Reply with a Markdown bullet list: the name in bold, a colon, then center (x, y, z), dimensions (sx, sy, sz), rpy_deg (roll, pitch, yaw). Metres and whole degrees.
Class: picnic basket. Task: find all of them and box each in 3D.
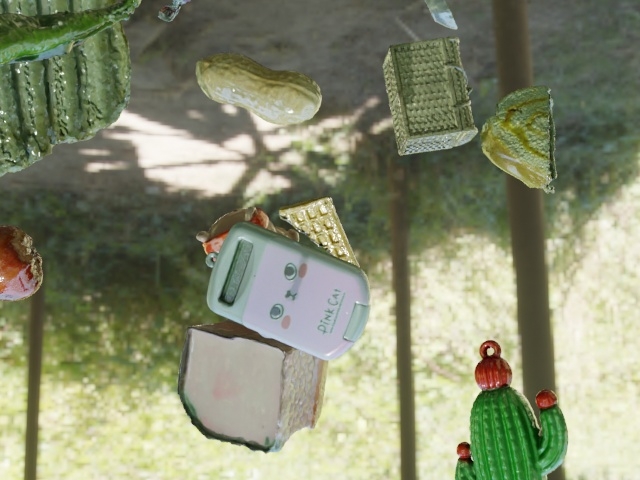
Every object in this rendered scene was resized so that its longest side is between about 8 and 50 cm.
- **picnic basket**: center (0.217, -0.283, 2.106), dimensions (0.154, 0.196, 0.134), rpy_deg (-9, 171, -4)

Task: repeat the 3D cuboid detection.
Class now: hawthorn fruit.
- **hawthorn fruit**: center (-0.514, 0.038, 1.746), dimensions (0.140, 0.125, 0.125), rpy_deg (-5, 175, -34)

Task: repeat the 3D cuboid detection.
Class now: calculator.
- **calculator**: center (-0.048, 0.068, 1.490), dimensions (0.246, 0.141, 0.045), rpy_deg (23, -169, 13)

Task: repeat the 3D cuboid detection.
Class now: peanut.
- **peanut**: center (-0.124, -0.300, 2.135), dimensions (0.275, 0.111, 0.125), rpy_deg (22, 164, 17)

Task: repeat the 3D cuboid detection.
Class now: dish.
- **dish**: center (0.236, -0.488, 2.221), dimensions (0.039, 0.137, 0.091), rpy_deg (-26, 157, 9)

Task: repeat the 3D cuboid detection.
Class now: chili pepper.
- **chili pepper**: center (-0.338, -0.220, 1.158), dimensions (0.076, 0.085, 0.359), rpy_deg (13, -147, 41)

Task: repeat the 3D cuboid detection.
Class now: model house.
- **model house**: center (-0.100, 0.253, 1.994), dimensions (0.237, 0.202, 0.237), rpy_deg (7, -171, 33)

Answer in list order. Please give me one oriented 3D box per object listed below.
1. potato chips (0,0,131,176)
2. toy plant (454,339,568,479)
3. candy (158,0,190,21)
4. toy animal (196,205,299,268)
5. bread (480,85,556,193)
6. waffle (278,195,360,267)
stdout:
- **potato chips**: center (-0.448, -0.296, 1.533), dimensions (0.358, 0.429, 0.070), rpy_deg (-20, -150, -32)
- **toy plant**: center (0.269, 0.272, 1.509), dimensions (0.155, 0.240, 0.088), rpy_deg (16, -174, 30)
- **candy**: center (-0.209, -0.433, 1.766), dimensions (0.043, 0.175, 0.045), rpy_deg (36, -178, -37)
- **toy animal**: center (-0.143, 0.013, 2.205), dimensions (0.171, 0.171, 0.198), rpy_deg (-5, 158, 31)
- **bread**: center (0.289, -0.143, 1.581), dimensions (0.110, 0.156, 0.103), rpy_deg (-1, 156, 10)
- **waffle**: center (0.000, 0.000, 1.825), dimensions (0.097, 0.152, 0.023), rpy_deg (-17, -159, 19)
